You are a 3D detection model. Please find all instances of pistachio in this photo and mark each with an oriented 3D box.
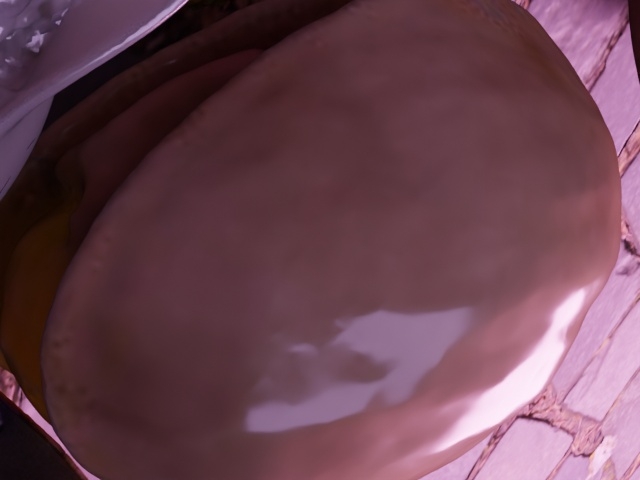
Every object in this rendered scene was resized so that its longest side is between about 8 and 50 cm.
[{"bbox_3d":[0.000,0.000,0.578,0.309,0.230,0.230,-20,133,-27],"label":"pistachio"}]

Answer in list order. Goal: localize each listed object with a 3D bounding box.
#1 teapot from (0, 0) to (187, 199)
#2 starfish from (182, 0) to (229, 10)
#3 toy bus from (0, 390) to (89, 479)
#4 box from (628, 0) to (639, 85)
[{"bbox_3d":[-0.182,-0.041,0.385,0.300,0.166,0.208,-50,159,-25],"label":"teapot"},{"bbox_3d":[0.033,-0.226,0.547,0.347,0.078,0.358,-8,128,-40],"label":"starfish"},{"bbox_3d":[-0.223,0.175,0.458,0.153,0.143,0.329,-48,-177,37],"label":"toy bus"},{"bbox_3d":[0.333,-0.168,0.788,0.301,0.301,0.216,-35,149,-27],"label":"box"}]
